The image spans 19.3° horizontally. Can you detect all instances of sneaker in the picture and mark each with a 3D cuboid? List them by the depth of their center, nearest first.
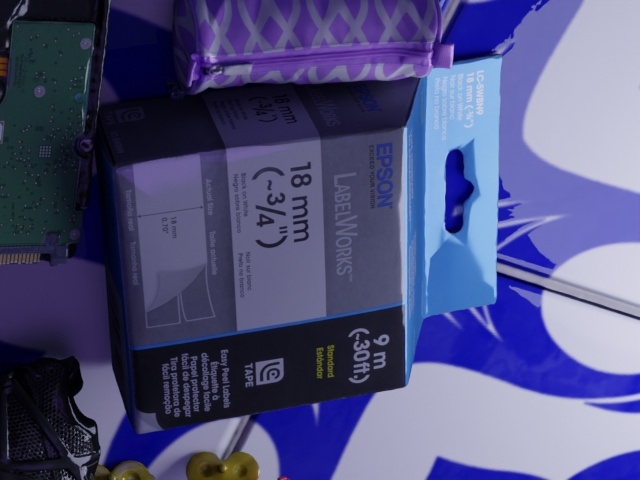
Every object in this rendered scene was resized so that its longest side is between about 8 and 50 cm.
[{"bbox_3d":[-0.271,0.126,1.475,0.227,0.087,0.130,29,75,-6],"label":"sneaker"}]

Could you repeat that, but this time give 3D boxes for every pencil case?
[{"bbox_3d":[-0.012,-0.154,1.396,0.206,0.088,0.086,-7,122,-15],"label":"pencil case"}]

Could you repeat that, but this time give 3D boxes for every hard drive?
[{"bbox_3d":[-0.267,-0.144,1.306,0.237,0.064,0.339,-2,113,-26],"label":"hard drive"}]

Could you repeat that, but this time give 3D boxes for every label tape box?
[{"bbox_3d":[0.000,0.000,1.473,0.334,0.106,0.240,-9,120,-12],"label":"label tape box"}]

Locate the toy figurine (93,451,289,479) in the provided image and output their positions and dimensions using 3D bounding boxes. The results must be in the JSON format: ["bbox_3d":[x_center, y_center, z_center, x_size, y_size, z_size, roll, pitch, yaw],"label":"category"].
[{"bbox_3d":[-0.189,0.328,1.552,0.363,0.191,0.217,-5,124,-14],"label":"toy figurine"}]
